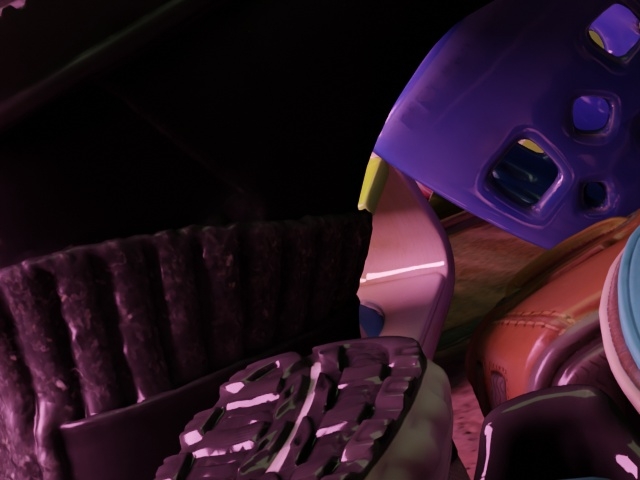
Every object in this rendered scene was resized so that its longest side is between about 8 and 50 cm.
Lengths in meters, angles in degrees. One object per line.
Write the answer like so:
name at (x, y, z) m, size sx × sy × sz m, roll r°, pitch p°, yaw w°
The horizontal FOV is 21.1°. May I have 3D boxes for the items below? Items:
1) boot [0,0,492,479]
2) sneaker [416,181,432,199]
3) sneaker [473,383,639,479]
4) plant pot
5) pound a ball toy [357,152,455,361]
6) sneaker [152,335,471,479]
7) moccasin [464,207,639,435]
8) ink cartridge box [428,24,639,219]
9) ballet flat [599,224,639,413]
boot at (-0.003, 0.001, 0.673) m, size 0.348 × 0.260 × 0.131 m, roll -32°, pitch 8°, yaw -32°
sneaker at (0.155, -0.120, 1.559) m, size 0.314 × 0.116 × 0.136 m, roll -26°, pitch 11°, yaw -40°
sneaker at (0.032, 0.121, 0.338) m, size 0.108 × 0.121 × 0.302 m, roll -16°, pitch 10°, yaw 17°
plant pot at (0.168, -0.095, 0.876) m, size 0.236 × 0.212 × 0.236 m, roll -51°, pitch 9°, yaw 11°
pound a ball toy at (-0.100, 0.076, 0.957) m, size 0.319 × 0.136 × 0.208 m, roll -13°, pitch 36°, yaw 31°
sneaker at (-0.022, 0.141, 0.434) m, size 0.100 × 0.108 × 0.271 m, roll -9°, pitch 30°, yaw 40°
moccasin at (0.240, -0.003, 0.682) m, size 0.380 × 0.139 × 0.147 m, roll -28°, pitch 18°, yaw 0°
ink cartridge box at (0.199, -0.073, 1.312) m, size 0.189 × 0.097 × 0.255 m, roll -23°, pitch -24°, yaw -24°
ballet flat at (0.136, 0.067, 0.499) m, size 0.086 × 0.086 × 0.248 m, roll -18°, pitch 22°, yaw 5°
